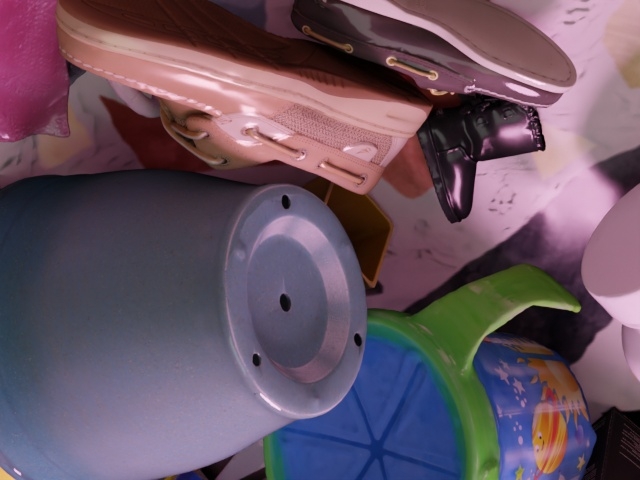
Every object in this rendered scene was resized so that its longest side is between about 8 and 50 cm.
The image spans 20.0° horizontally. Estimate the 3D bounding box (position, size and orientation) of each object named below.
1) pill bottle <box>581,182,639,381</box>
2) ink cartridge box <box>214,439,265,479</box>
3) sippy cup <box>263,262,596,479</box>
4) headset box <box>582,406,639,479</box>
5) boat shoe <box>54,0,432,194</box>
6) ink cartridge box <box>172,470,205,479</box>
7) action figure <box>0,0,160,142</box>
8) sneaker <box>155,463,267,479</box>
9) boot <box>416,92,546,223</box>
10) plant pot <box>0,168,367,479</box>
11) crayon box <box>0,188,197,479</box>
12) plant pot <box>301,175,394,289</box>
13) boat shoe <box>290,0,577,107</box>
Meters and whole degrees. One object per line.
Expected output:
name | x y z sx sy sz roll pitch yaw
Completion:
pill bottle | 0.374 0.094 1.513 0.188 0.188 0.334 -35 116 27
ink cartridge box | -0.002 0.292 1.696 0.239 0.060 0.275 39 87 2
sippy cup | 0.109 0.169 1.551 0.305 0.240 0.224 -23 166 41
headset box | 0.294 0.331 1.612 0.246 0.283 0.131 39 120 -9
boat shoe | -0.061 -0.103 1.374 0.341 0.121 0.110 14 114 -39
ink cartridge box | -0.042 0.367 1.626 0.333 0.065 0.165 36 94 2
action figure | -0.245 -0.228 1.305 0.276 0.248 0.370 4 130 2
sneaker | -0.169 0.240 1.745 0.292 0.110 0.118 13 113 -6
boot | 0.138 -0.073 1.506 0.099 0.045 0.121 -15 125 9
plant pot | -0.114 0.060 1.447 0.255 0.271 0.271 -11 127 36
crayon box | -0.256 0.132 1.622 0.202 0.081 0.318 -42 116 -4
plant pot | 0.000 0.000 1.554 0.083 0.081 0.081 -23 121 36
boat shoe | 0.088 -0.156 1.428 0.228 0.081 0.068 24 127 -3
